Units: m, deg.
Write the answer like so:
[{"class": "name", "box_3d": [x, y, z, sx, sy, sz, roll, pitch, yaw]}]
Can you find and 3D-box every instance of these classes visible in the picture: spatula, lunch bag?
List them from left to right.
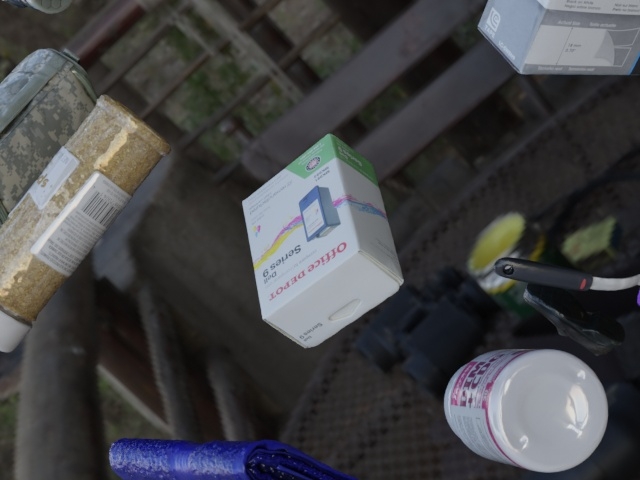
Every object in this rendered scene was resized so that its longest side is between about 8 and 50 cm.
[{"class": "lunch bag", "box_3d": [-0.494, -0.144, 2.166, 0.305, 0.213, 0.256, -53, -13, -27]}, {"class": "spatula", "box_3d": [0.361, 0.051, 1.683, 0.030, 0.296, 0.084, -102, 23, -56]}]

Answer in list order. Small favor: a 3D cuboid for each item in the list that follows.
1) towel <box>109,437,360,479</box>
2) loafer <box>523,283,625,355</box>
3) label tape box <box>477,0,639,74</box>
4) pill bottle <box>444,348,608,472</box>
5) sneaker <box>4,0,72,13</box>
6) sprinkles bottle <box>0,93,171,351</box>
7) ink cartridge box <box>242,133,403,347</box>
[{"class": "towel", "box_3d": [-0.089, 0.286, 1.582, 0.308, 0.228, 0.076, -9, 53, 50]}, {"class": "loafer", "box_3d": [0.378, 0.124, 2.030, 0.061, 0.170, 0.062, -56, 2, 43]}, {"class": "label tape box", "box_3d": [0.347, -0.346, 1.467, 0.106, 0.241, 0.333, 58, 141, 42]}, {"class": "pill bottle", "box_3d": [0.271, 0.230, 1.837, 0.160, 0.160, 0.283, -48, 4, -11]}, {"class": "sneaker", "box_3d": [-0.304, -0.369, 1.534, 0.163, 0.086, 0.226, 17, 78, 58]}, {"class": "sprinkles bottle", "box_3d": [-0.350, -0.023, 1.766, 0.355, 0.121, 0.121, -52, 19, -1]}, {"class": "ink cartridge box", "box_3d": [0.000, 0.000, 1.604, 0.154, 0.093, 0.212, -36, 42, 23]}]
